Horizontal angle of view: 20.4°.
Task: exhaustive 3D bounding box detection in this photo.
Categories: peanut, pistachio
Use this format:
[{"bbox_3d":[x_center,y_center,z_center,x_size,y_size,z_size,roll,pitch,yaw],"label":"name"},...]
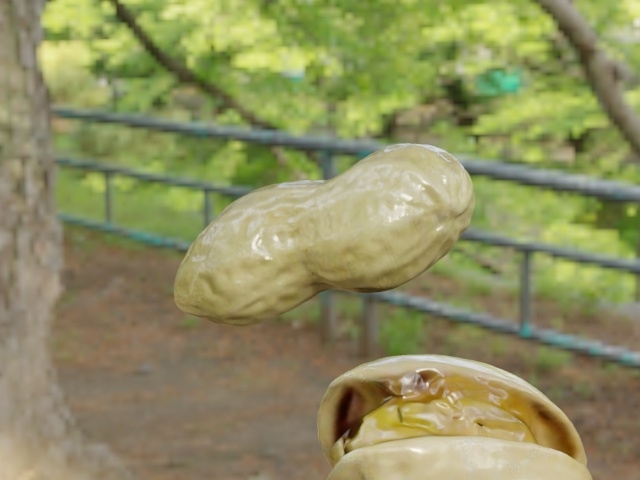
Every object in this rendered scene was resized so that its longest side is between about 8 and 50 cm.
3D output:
[{"bbox_3d":[0.000,0.000,1.031,0.187,0.082,0.082,-15,4,14],"label":"peanut"},{"bbox_3d":[0.093,0.161,1.224,0.229,0.157,0.157,29,-11,-34],"label":"pistachio"}]
